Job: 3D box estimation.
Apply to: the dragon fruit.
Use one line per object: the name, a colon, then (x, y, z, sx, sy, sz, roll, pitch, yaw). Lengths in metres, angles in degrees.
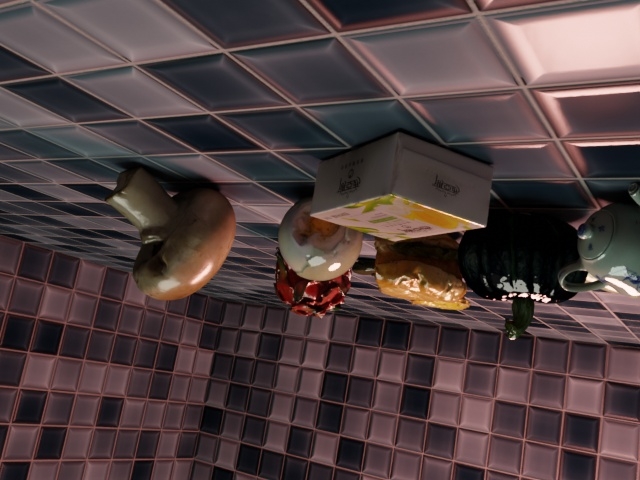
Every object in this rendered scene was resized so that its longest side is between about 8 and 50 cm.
dragon fruit: (-0.034, 0.087, 1.966, 0.233, 0.234, 0.293, 2, 130, 34)

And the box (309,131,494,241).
box: (0.130, -0.081, 1.153, 0.194, 0.111, 0.260, 15, 166, -26)

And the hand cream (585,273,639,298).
hand cream: (0.561, 0.044, 1.495, 0.305, 0.093, 0.147, 17, 171, 16)

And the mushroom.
mushroom: (-0.355, -0.021, 1.541, 0.290, 0.293, 0.292, 36, 158, -27)

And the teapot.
teapot: (0.489, 0.006, 1.142, 0.158, 0.159, 0.232, 14, 130, -18)

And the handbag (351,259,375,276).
handbag: (0.150, 0.084, 2.114, 0.111, 0.047, 0.072, 2, 161, 36)

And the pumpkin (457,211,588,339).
pumpkin: (0.386, 0.068, 1.323, 0.247, 0.248, 0.248, 10, 169, 2)

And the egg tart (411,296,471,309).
egg tart: (0.393, 0.178, 2.266, 0.212, 0.090, 0.212, 10, 171, 1)

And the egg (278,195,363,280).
egg: (0.000, 0.000, 1.467, 0.182, 0.183, 0.217, 9, 159, 3)

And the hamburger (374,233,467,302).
hamburger: (0.249, 0.060, 1.621, 0.208, 0.162, 0.330, 4, 166, 15)
